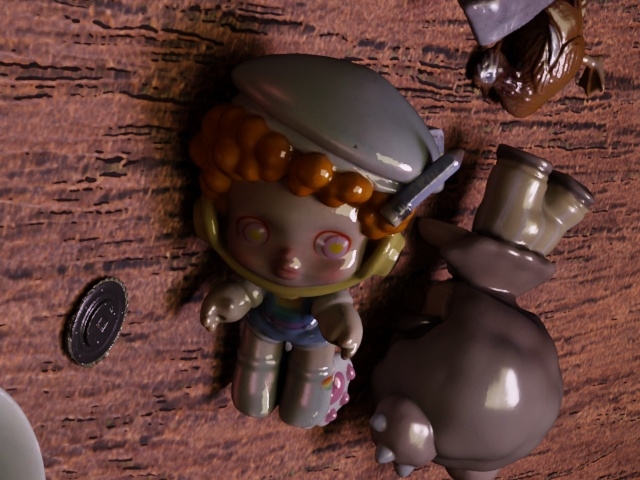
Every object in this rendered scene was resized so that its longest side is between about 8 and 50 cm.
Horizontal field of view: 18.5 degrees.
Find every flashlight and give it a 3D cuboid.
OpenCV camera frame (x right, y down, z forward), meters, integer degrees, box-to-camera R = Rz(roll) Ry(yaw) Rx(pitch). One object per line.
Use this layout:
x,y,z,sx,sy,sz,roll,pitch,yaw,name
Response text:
-0.010,0.115,2.001,0.093,0.047,0.200,-50,145,-29,flashlight

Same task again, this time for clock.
-0.193,0.070,1.709,0.083,0.010,0.074,-60,148,-18,clock

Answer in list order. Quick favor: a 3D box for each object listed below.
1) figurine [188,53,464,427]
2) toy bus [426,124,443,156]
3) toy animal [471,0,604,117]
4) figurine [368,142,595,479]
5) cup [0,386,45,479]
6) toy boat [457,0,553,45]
-0.030,-0.007,1.825,0.382,0.224,0.205,-64,179,36,figurine
0.060,-0.081,1.994,0.190,0.064,0.075,-8,107,-57,toy bus
0.247,-0.228,2.211,0.179,0.089,0.188,9,105,-45,toy animal
0.186,0.092,2.160,0.248,0.203,0.381,27,82,-56,figurine
-0.364,0.230,1.363,0.347,0.163,0.347,-35,134,-47,cup
0.197,-0.371,2.026,0.276,0.111,0.294,-38,127,-55,toy boat
